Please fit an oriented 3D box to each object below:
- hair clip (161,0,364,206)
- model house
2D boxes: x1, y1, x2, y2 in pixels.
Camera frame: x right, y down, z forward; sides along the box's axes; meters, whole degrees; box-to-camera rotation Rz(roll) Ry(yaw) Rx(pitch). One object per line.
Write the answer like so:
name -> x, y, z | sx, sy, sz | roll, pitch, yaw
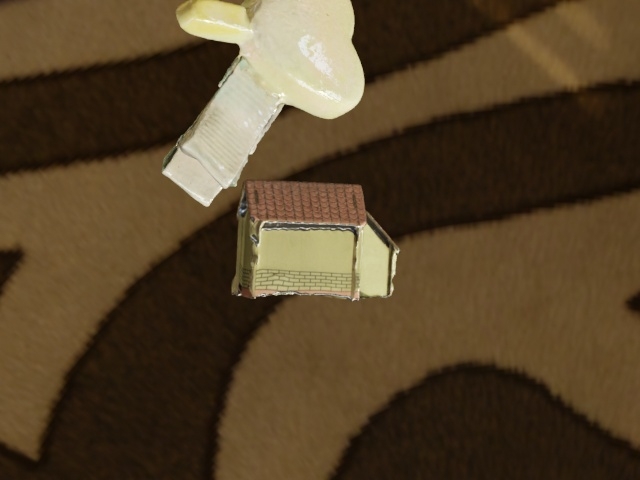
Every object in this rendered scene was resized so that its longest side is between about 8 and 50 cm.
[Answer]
hair clip -> -0.049, -0.134, 1.346 | 0.159, 0.071, 0.218 | 46, 58, -22
model house -> 0.000, 0.000, 0.856 | 0.083, 0.057, 0.058 | 1, 91, -13
